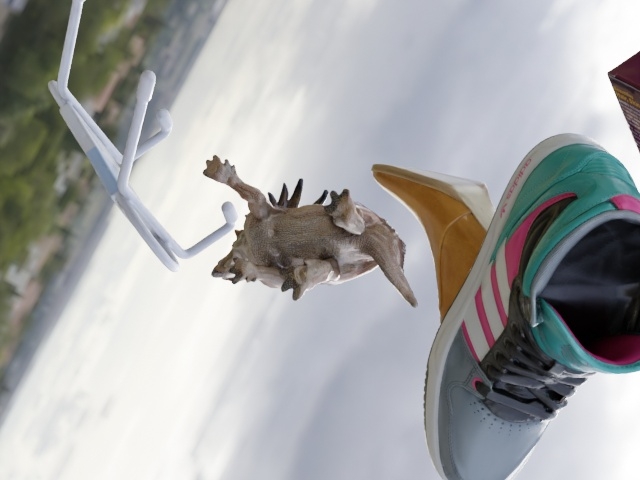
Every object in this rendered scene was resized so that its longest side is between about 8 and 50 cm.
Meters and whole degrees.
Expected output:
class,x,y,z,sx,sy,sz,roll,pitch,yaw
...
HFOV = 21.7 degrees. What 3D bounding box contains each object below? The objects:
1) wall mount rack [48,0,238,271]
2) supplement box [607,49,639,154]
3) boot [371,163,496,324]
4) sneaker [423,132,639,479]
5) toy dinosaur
class,x,y,z,sx,sy,sz,roll,pitch,yaw
wall mount rack,-0.233,-0.139,2.024,0.130,0.350,0.304,-35,142,-2
supplement box,0.329,-0.075,1.416,0.081,0.188,0.104,-34,-147,-8
boot,0.146,0.043,1.799,0.295,0.104,0.211,22,-76,41
sneaker,0.173,0.080,1.230,0.178,0.124,0.295,-123,-131,-70
toy dinosaur,0.000,0.000,1.722,0.200,0.295,0.127,13,89,-60
